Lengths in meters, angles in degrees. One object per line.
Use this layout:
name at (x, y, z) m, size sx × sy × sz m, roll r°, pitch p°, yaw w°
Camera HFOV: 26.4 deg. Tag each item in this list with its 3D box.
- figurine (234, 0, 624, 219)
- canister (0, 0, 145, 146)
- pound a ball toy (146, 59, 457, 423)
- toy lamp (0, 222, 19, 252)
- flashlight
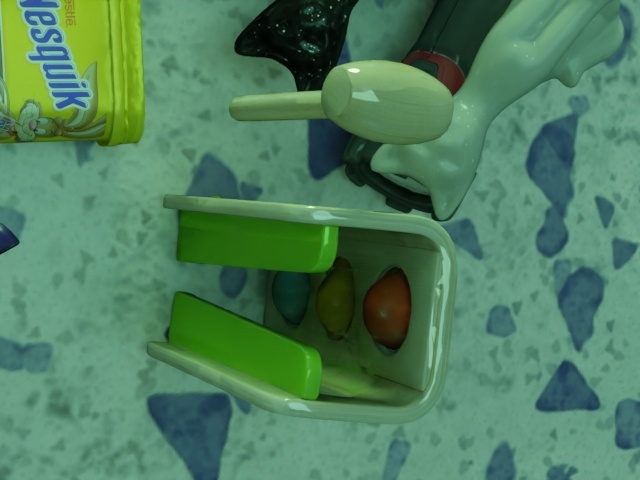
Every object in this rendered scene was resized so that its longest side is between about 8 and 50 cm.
figurine at (0.079, -0.149, 0.978) m, size 0.215 × 0.092 × 0.209 m, roll 42°, pitch 88°, yaw 5°
canister at (-0.213, -0.125, 0.935) m, size 0.170 × 0.073 × 0.126 m, roll -4°, pitch 95°, yaw -22°
pound a ball toy at (0.000, 0.000, 0.901) m, size 0.136 × 0.319 × 0.208 m, roll 6°, pitch 90°, yaw -24°
toy lamp at (-0.286, -0.100, 0.836) m, size 0.080 × 0.080 × 0.274 m, roll -29°, pitch 94°, yaw -20°
flashlight at (0.126, -0.167, 1.076) m, size 0.103 × 0.103 × 0.304 m, roll 32°, pitch 75°, yaw -14°
